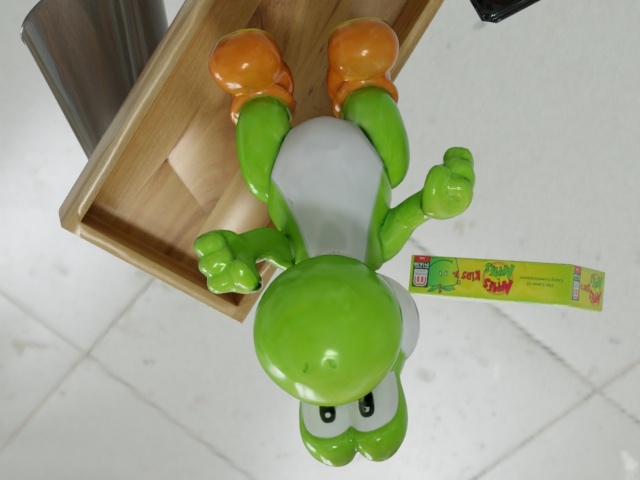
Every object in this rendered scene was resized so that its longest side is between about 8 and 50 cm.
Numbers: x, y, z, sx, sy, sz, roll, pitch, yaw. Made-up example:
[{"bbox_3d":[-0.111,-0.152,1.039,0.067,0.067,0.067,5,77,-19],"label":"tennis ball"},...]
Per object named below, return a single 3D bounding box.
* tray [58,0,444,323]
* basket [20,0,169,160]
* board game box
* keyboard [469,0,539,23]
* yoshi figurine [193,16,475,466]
[{"bbox_3d":[-0.058,-0.147,1.259,0.203,0.076,0.411,30,96,-20],"label":"tray"},{"bbox_3d":[-0.261,-0.203,1.667,0.204,0.154,0.227,-28,68,18],"label":"basket"},{"bbox_3d":[0.194,0.044,1.370,0.181,0.092,0.043,3,86,33],"label":"board game box"},{"bbox_3d":[0.183,-0.232,0.937,0.192,0.038,0.100,-27,72,6],"label":"keyboard"},{"bbox_3d":[0.007,-0.011,1.031,0.203,0.362,0.203,13,150,-40],"label":"yoshi figurine"}]
